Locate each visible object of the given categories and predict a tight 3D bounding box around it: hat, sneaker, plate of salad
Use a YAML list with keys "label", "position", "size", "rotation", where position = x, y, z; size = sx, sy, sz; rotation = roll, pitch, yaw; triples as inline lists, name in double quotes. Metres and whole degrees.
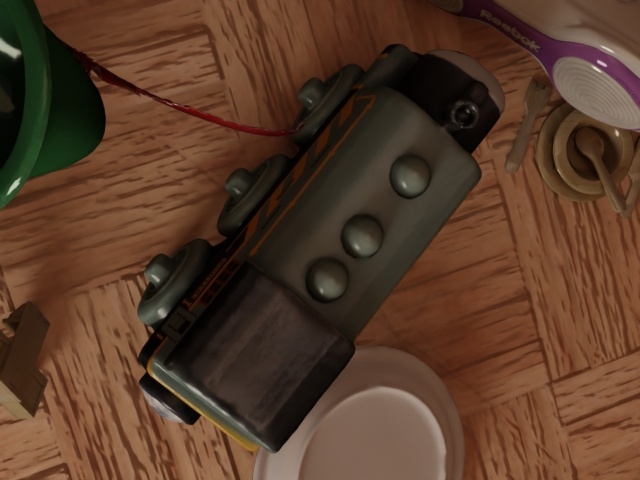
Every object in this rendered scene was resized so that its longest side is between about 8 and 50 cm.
- label: "hat"
  position: [-0.170, -0.097, 0.831]
  size: [0.183, 0.208, 0.173]
  rotation: [-3, 141, -49]
- label: "sneaker"
  position: [0.200, -0.197, 0.897]
  size: [0.305, 0.114, 0.152]
  rotation: [37, 77, -1]
- label: "plate of salad"
  position: [0.029, 0.180, 0.925]
  size: [0.200, 0.048, 0.200]
  rotation: [-3, 95, -33]

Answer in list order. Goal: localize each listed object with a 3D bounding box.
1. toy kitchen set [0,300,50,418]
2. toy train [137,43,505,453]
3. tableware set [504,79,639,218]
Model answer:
- label: "toy kitchen set"
  position: [-0.245, 0.079, 0.851]
  size: [0.083, 0.075, 0.068]
  rotation: [61, 32, -44]
- label: "toy train"
  position: [0.000, 0.000, 0.832]
  size: [0.142, 0.190, 0.334]
  rotation: [42, 82, -16]
- label: "tableware set"
  position: [0.242, -0.125, 0.975]
  size: [0.128, 0.039, 0.194]
  rotation: [19, 88, -18]
